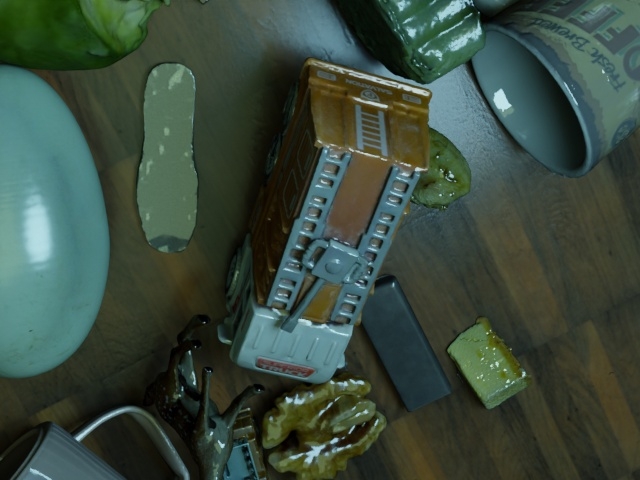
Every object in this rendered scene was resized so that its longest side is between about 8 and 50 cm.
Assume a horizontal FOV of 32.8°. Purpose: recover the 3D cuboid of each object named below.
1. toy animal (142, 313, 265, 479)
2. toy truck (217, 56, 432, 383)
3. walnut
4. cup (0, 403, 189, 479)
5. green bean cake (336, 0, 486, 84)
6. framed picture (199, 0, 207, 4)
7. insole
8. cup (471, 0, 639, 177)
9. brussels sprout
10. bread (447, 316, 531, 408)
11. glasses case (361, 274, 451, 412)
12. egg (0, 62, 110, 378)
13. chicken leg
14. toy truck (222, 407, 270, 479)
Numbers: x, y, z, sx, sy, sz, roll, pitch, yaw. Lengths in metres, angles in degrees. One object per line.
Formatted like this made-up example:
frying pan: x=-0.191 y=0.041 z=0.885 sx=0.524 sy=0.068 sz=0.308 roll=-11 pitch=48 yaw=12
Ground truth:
toy animal: x=-0.148 y=0.249 z=1.345 sx=0.087 sy=0.243 sz=0.260 roll=3 pitch=124 yaw=-28
toy truck: x=0.000 y=0.000 z=1.303 sx=0.173 sy=0.207 sz=0.388 roll=14 pitch=125 yaw=-11
walnut: x=0.000 y=0.251 z=1.484 sx=0.170 sy=0.069 sz=0.143 roll=-23 pitch=108 yaw=-6
cup: x=-0.296 y=0.371 z=1.398 sx=0.288 sy=0.208 sz=0.273 roll=-44 pitch=104 yaw=5
green bean cake: x=0.088 y=-0.301 z=1.280 sx=0.124 sy=0.227 sz=0.223 roll=-33 pitch=106 yaw=-1
framed picture: x=-0.120 y=-0.392 z=1.333 sx=0.168 sy=0.023 sz=0.128 roll=-39 pitch=105 yaw=2
insole: x=-0.195 y=-0.104 z=1.398 sx=0.081 sy=0.011 sz=0.248 roll=1 pitch=104 yaw=-10
cup: x=0.326 y=-0.267 z=1.360 sx=0.257 sy=0.227 sz=0.301 roll=-36 pitch=77 yaw=-12
brussels sprout: x=-0.302 y=-0.352 z=1.157 sx=0.314 sy=0.276 sz=0.371 roll=21 pitch=143 yaw=-3
bread: x=0.231 y=0.174 z=1.527 sx=0.084 sy=0.080 sz=0.109 roll=-35 pitch=71 yaw=1
glasses case: x=0.109 y=0.140 z=1.487 sx=0.072 sy=0.042 sz=0.191 roll=-26 pitch=106 yaw=6
egg: x=-0.367 y=-0.021 z=1.281 sx=0.229 sy=0.230 sz=0.371 roll=-4 pitch=99 yaw=-7
chicken leg: x=0.092 y=-0.119 z=1.400 sx=0.227 sy=0.103 sz=0.088 roll=33 pitch=53 yaw=3
toy truck: x=-0.103 y=0.330 z=1.464 sx=0.080 sy=0.115 sz=0.178 roll=-16 pitch=107 yaw=-4
